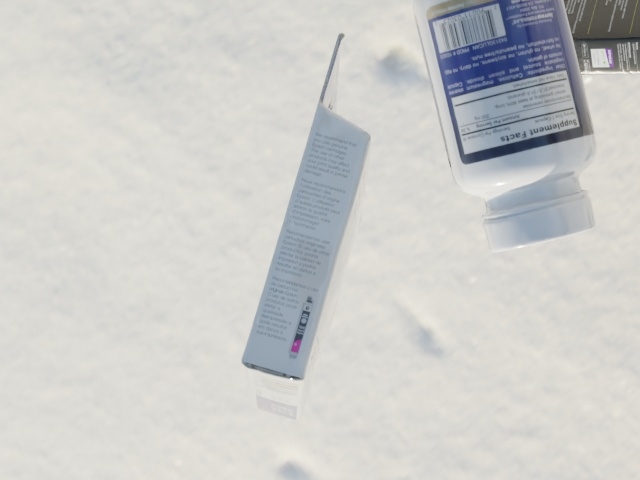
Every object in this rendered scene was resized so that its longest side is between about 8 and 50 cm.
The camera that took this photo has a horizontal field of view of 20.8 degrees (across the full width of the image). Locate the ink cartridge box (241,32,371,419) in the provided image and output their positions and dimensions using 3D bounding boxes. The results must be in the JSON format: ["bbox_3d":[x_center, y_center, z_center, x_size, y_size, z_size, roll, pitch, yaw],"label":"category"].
[{"bbox_3d":[0.000,0.000,1.737,0.071,0.330,0.324,17,169,3],"label":"ink cartridge box"}]

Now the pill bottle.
[{"bbox_3d":[0.121,-0.082,1.097,0.094,0.094,0.169,-11,93,42],"label":"pill bottle"}]

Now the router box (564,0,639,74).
[{"bbox_3d":[0.290,-0.223,1.622,0.133,0.179,0.046,2,132,20],"label":"router box"}]
